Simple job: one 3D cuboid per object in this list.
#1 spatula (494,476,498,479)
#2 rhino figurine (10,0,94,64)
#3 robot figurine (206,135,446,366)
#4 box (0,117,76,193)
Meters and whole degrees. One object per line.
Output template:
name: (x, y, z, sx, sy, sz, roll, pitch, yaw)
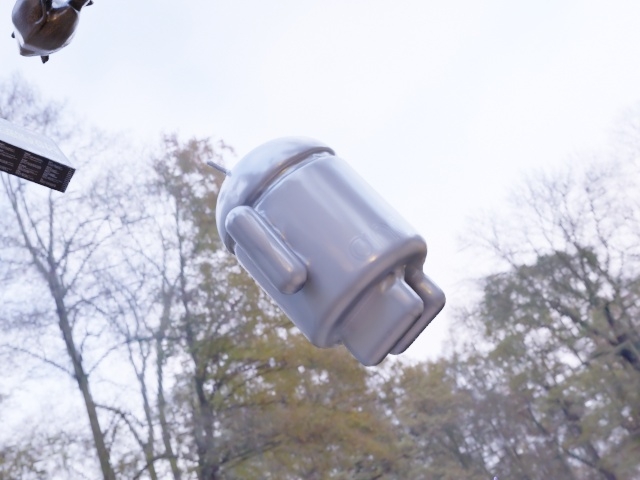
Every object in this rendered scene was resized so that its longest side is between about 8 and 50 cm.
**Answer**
spatula: (0.241, 0.393, 0.823, 0.030, 0.296, 0.084, -27, 9, 27)
rhino figurine: (-0.326, -0.265, 0.928, 0.073, 0.243, 0.106, 36, -98, -22)
robot figurine: (0.000, 0.000, 1.031, 0.200, 0.353, 0.300, -52, -21, 20)
box: (-0.640, -0.196, 1.524, 0.270, 0.216, 0.060, 22, -81, -37)
